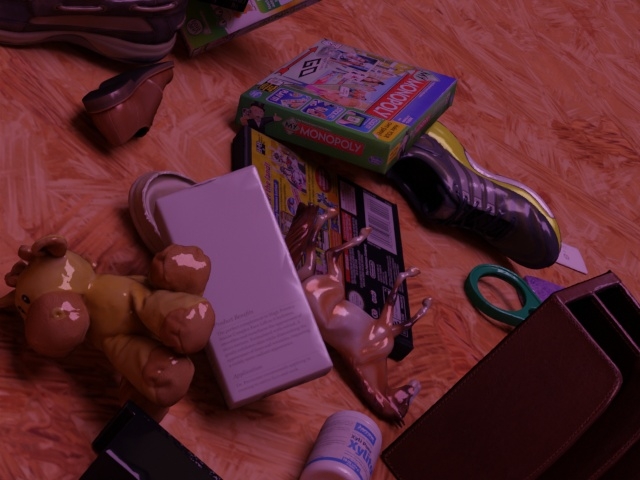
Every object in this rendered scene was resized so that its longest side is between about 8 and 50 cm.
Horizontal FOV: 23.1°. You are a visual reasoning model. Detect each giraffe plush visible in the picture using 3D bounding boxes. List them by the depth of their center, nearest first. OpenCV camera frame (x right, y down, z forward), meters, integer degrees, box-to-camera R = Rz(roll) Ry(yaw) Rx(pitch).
[{"bbox_3d":[-0.217,0.064,1.514,0.170,0.181,0.210,16,21,-24],"label":"giraffe plush"}]

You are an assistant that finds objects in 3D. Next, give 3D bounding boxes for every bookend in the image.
[{"bbox_3d":[-0.166,0.253,1.423,0.156,0.072,0.157,41,32,-1],"label":"bookend"}]

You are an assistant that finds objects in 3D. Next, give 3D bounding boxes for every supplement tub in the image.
[{"bbox_3d":[0.022,0.236,1.655,0.071,0.071,0.107,38,32,-7],"label":"supplement tub"}]

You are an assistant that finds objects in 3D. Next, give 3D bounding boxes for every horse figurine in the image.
[{"bbox_3d":[0.035,0.074,1.824,0.263,0.066,0.174,43,63,-20],"label":"horse figurine"}]

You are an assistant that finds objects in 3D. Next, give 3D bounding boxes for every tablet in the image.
[{"bbox_3d":[0.370,0.020,2.376,0.083,0.006,0.054,20,38,-32],"label":"tablet"}]

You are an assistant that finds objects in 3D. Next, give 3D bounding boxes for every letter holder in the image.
[{"bbox_3d":[0.256,0.217,1.717,0.214,0.302,0.152,53,32,16],"label":"letter holder"}]

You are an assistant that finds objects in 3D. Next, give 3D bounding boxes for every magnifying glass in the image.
[{"bbox_3d":[0.297,0.110,2.123,0.231,0.026,0.092,34,40,12],"label":"magnifying glass"}]

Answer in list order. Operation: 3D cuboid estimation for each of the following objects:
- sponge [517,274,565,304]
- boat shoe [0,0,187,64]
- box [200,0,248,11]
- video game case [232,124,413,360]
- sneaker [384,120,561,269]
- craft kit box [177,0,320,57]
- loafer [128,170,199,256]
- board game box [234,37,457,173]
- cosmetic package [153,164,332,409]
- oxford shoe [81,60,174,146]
[{"bbox_3d":[0.349,0.146,2.172,0.117,0.031,0.210,19,39,-32],"label":"sponge"},{"bbox_3d":[-0.317,-0.315,1.886,0.355,0.130,0.132,5,46,-38],"label":"boat shoe"},{"bbox_3d":[-0.214,-0.417,2.014,0.290,0.169,0.087,13,-7,-8],"label":"box"},{"bbox_3d":[0.000,0.000,1.959,0.248,0.035,0.275,27,35,-24],"label":"video game case"},{"bbox_3d":[0.203,-0.049,2.197,0.300,0.111,0.121,35,37,2],"label":"sneaker"},{"bbox_3d":[-0.115,-0.407,2.099,0.246,0.061,0.250,-24,88,-13],"label":"craft kit box"},{"bbox_3d":[-0.103,0.015,1.745,0.268,0.092,0.102,45,54,3],"label":"loafer"},{"bbox_3d":[0.043,-0.190,2.138,0.213,0.046,0.317,18,26,14],"label":"board game box"},{"bbox_3d":[-0.084,0.051,1.646,0.117,0.085,0.231,-19,82,-11],"label":"cosmetic package"},{"bbox_3d":[-0.226,-0.167,1.899,0.076,0.076,0.212,69,23,-16],"label":"oxford shoe"}]
